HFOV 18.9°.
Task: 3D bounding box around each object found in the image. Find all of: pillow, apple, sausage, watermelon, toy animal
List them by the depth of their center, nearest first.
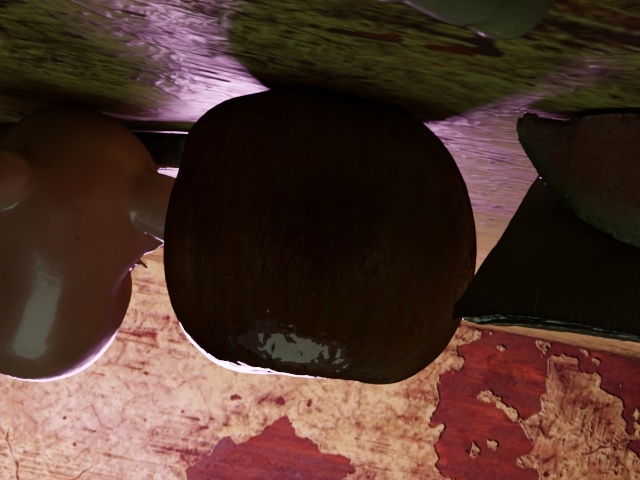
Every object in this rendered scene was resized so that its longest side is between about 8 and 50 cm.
[{"bbox_3d":[0.188,-0.048,1.130,0.155,0.080,0.101,3,-154,45],"label":"watermelon"},{"bbox_3d":[0.248,0.013,1.142,0.302,0.075,0.185,9,-142,28],"label":"pillow"},{"bbox_3d":[0.000,0.000,1.266,0.211,0.188,0.211,8,178,0],"label":"apple"},{"bbox_3d":[-0.215,-0.008,1.568,0.195,0.256,0.213,8,-140,-14],"label":"toy animal"},{"bbox_3d":[-0.176,-0.078,1.642,0.033,0.032,0.269,16,173,-42],"label":"sausage"}]

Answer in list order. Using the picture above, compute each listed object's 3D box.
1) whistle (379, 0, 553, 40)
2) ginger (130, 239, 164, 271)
[{"bbox_3d":[-0.002,-0.116,0.653,0.126,0.067,0.258,9,177,38],"label":"whistle"},{"bbox_3d":[-0.263,-0.028,1.792,0.267,0.138,0.152,11,-174,4],"label":"ginger"}]
